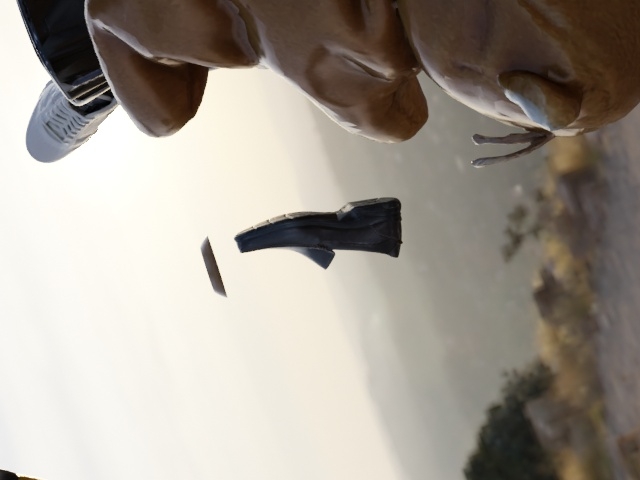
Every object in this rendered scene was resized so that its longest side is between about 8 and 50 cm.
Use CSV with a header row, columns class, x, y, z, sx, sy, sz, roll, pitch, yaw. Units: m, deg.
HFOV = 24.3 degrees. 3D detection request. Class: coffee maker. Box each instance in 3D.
class,x,y,z,sx,sy,sz,roll,pitch,yaw
coffee maker,-0.153,-0.205,1.191,0.120,0.178,0.171,-115,2,-47

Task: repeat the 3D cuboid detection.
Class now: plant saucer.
class,x,y,z,sx,sy,sz,roll,pitch,yaw
plant saucer,-0.136,0.035,1.864,0.083,0.015,0.083,162,90,-87

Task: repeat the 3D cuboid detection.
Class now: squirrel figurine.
class,x,y,z,sx,sy,sz,roll,pitch,yaw
squirrel figurine,0.038,-0.207,0.948,0.370,0.281,0.397,28,157,29

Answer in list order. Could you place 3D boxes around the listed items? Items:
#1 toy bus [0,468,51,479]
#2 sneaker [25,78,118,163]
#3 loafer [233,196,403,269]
class,x,y,z,sx,sy,sz,roll,pitch,yaw
toy bus,-0.313,0.321,1.670,0.332,0.130,0.108,23,-105,-46
sneaker,-0.300,-0.169,1.838,0.090,0.235,0.095,40,-148,-12
loafer,0.000,0.000,1.471,0.062,0.170,0.061,-106,7,-82
